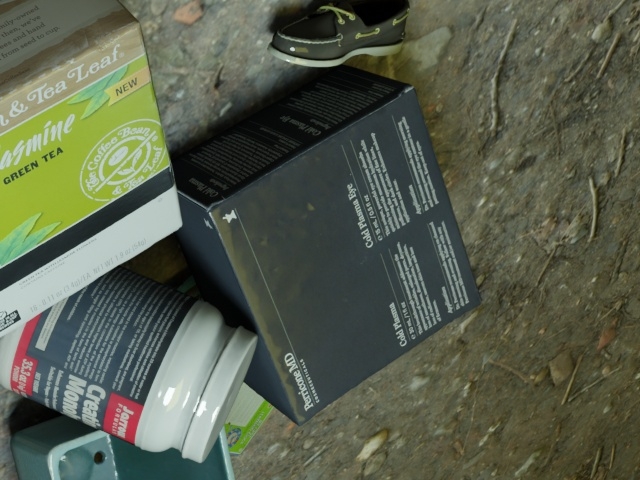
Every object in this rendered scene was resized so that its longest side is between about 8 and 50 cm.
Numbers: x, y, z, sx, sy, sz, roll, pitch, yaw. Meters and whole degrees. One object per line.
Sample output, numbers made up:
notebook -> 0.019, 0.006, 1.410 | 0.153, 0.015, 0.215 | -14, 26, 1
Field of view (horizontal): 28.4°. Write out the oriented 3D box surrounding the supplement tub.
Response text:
supplement tub -> -0.232, 0.136, 1.516 | 0.191, 0.272, 0.191 | 23, 90, -86

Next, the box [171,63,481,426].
box -> 0.000, 0.000, 1.643 | 0.312, 0.179, 0.343 | -32, 120, -21

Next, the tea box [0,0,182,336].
tea box -> -0.341, -0.087, 1.221 | 0.329, 0.220, 0.323 | -34, 150, -18

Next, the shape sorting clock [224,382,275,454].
shape sorting clock -> -0.136, 0.269, 2.011 | 0.206, 0.040, 0.206 | -30, 142, -27

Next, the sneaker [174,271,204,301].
sneaker -> -0.105, 0.098, 1.783 | 0.262, 0.125, 0.104 | -16, 137, -37

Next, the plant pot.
plant pot -> -0.282, 0.329, 1.700 | 0.247, 0.252, 0.248 | -18, 104, -34

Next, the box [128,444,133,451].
box -> -0.267, 0.345, 1.910 | 0.114, 0.036, 0.207 | -50, 164, -58

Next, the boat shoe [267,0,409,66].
boat shoe -> 0.025, -0.267, 1.579 | 0.228, 0.081, 0.069 | -19, 136, -45
